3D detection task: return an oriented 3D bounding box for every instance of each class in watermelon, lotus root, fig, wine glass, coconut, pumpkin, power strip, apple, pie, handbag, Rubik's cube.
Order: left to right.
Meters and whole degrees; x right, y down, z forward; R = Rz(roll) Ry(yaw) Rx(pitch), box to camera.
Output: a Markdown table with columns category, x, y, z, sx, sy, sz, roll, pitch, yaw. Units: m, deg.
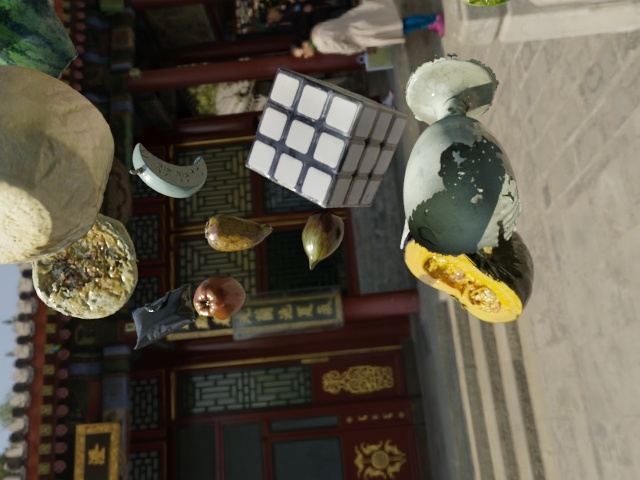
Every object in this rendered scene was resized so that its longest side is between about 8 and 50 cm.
| category | x | y | z | sx | sy | sz | roll | pitch | yaw |
| --- | --- | --- | --- | --- | --- | --- | --- | --- | --- |
| coconut | -0.485 | -0.122 | 0.948 | 0.329 | 0.328 | 0.329 | -6 | -90 | -88 |
| watermelon | -0.626 | -0.491 | 1.266 | 0.283 | 0.250 | 0.293 | 40 | -142 | -26 |
| pie | -0.706 | 0.075 | 1.821 | 0.077 | 0.338 | 0.339 | -118 | 22 | -80 |
| handbag | -0.594 | 0.282 | 2.281 | 0.211 | 0.254 | 0.089 | -114 | -2 | -49 |
| power strip | -0.449 | -0.205 | 1.786 | 0.054 | 0.253 | 0.168 | -47 | 54 | 34 |
| apple | -0.339 | 0.188 | 2.018 | 0.147 | 0.156 | 0.158 | -53 | -9 | 10 |
| lotus root | -0.228 | -0.022 | 1.689 | 0.095 | 0.190 | 0.108 | -95 | 10 | -48 |
| fig | 0.000 | 0.000 | 1.500 | 0.109 | 0.103 | 0.155 | 27 | -101 | -71 |
| Rubik's cube | 0.022 | -0.285 | 1.725 | 0.305 | 0.301 | 0.304 | -10 | -56 | -59 |
| wine glass | 0.235 | -0.146 | 1.045 | 0.191 | 0.190 | 0.357 | 82 | -170 | -51 |
| pumpkin | 0.384 | 0.019 | 1.472 | 0.232 | 0.324 | 0.242 | -54 | -5 | -30 |

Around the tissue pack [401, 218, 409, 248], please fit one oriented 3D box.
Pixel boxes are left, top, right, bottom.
| category | x | y | z | sx | sy | sz | roll | pitch | yaw |
| --- | --- | --- | --- | --- | --- | --- | --- | --- | --- |
| tissue pack | 0.372 | -0.064 | 2.153 | 0.148 | 0.156 | 0.209 | -148 | 60 | -63 |

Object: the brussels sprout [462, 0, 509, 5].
| category | x | y | z | sx | sy | sz | roll | pitch | yaw |
| --- | --- | --- | --- | --- | --- | --- | --- | --- | --- |
| brussels sprout | 0.432 | -0.630 | 1.487 | 0.101 | 0.181 | 0.139 | 60 | -147 | -11 |
